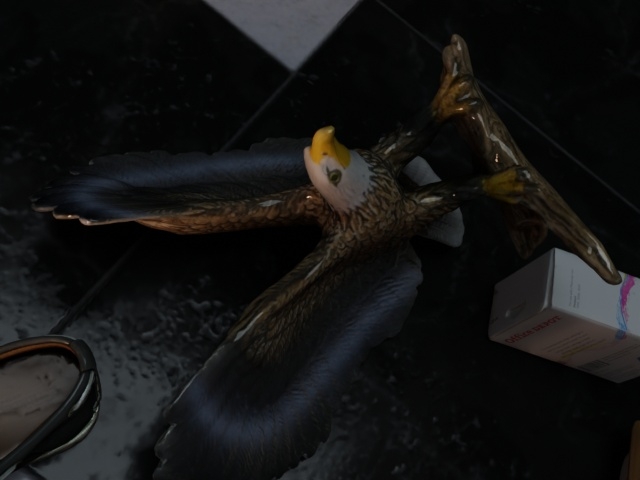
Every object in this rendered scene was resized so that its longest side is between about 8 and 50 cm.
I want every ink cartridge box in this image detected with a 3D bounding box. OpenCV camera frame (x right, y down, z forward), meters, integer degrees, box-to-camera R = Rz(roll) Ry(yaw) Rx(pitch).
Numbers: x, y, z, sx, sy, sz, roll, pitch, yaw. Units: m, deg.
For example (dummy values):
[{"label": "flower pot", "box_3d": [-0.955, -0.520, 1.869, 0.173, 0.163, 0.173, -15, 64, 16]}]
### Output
[{"label": "ink cartridge box", "box_3d": [0.203, 0.059, 0.615, 0.122, 0.088, 0.052, 18, 63, -13]}]

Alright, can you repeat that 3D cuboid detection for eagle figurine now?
[{"label": "eagle figurine", "box_3d": [-0.004, -0.007, 0.537, 0.298, 0.225, 0.226, -31, 35, 0]}]

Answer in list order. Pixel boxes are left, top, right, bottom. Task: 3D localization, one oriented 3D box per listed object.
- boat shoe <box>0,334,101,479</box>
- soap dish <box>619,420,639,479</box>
[{"label": "boat shoe", "box_3d": [-0.228, 0.119, 0.432, 0.233, 0.079, 0.084, -27, 81, -27]}, {"label": "soap dish", "box_3d": [0.308, 0.290, 0.540, 0.229, 0.118, 0.291, 24, 60, -10]}]
